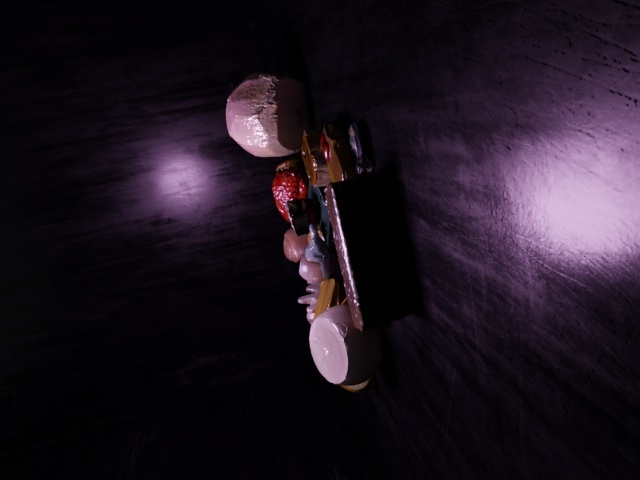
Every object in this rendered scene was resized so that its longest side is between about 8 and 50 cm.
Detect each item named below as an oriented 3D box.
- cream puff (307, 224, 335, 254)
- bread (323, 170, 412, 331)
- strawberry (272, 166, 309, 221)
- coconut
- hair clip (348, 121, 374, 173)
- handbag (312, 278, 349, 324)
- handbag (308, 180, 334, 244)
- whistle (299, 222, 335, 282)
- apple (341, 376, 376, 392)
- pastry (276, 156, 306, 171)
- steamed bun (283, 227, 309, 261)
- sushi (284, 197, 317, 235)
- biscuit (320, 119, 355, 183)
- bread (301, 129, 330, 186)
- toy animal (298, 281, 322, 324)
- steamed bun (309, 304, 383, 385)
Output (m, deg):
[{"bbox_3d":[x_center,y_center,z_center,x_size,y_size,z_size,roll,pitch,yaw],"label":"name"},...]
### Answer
[{"bbox_3d":[0.000,0.000,2.229,0.189,0.130,0.188,163,90,-84],"label":"cream puff"},{"bbox_3d":[0.132,0.030,1.210,0.113,0.165,0.416,-161,59,-79],"label":"bread"},{"bbox_3d":[-0.132,-0.233,2.295,0.238,0.250,0.288,-152,71,-76],"label":"strawberry"},{"bbox_3d":[-0.253,-0.577,2.043,0.404,0.405,0.404,166,90,-82],"label":"coconut"},{"bbox_3d":[0.112,-0.277,1.277,0.116,0.049,0.172,112,149,-70],"label":"hair clip"},{"bbox_3d":[0.047,0.331,2.083,0.401,0.133,0.282,153,140,-82],"label":"handbag"},{"bbox_3d":[0.017,-0.156,1.998,0.238,0.090,0.326,87,166,-48],"label":"handbag"},{"bbox_3d":[-0.011,0.069,2.069,0.189,0.189,0.347,-112,18,-47],"label":"whistle"},{"bbox_3d":[0.143,0.564,2.091,0.254,0.179,0.345,29,-148,-44],"label":"apple"},{"bbox_3d":[-0.156,-0.395,2.455,0.189,0.189,0.103,147,103,-82],"label":"pastry"},{"bbox_3d":[-0.085,-0.003,2.483,0.301,0.252,0.199,-139,47,-71],"label":"steamed bun"},{"bbox_3d":[-0.089,-0.111,2.044,0.225,0.126,0.136,90,161,-66],"label":"sushi"},{"bbox_3d":[0.061,-0.199,1.488,0.368,0.077,0.393,-103,2,-49],"label":"biscuit"},{"bbox_3d":[-0.014,-0.338,1.811,0.192,0.110,0.209,95,160,-63],"label":"bread"},{"bbox_3d":[-0.003,0.348,2.466,0.308,0.266,0.188,26,138,56],"label":"toy animal"},{"bbox_3d":[0.109,0.408,1.735,0.324,0.207,0.324,25,120,54],"label":"steamed bun"}]
